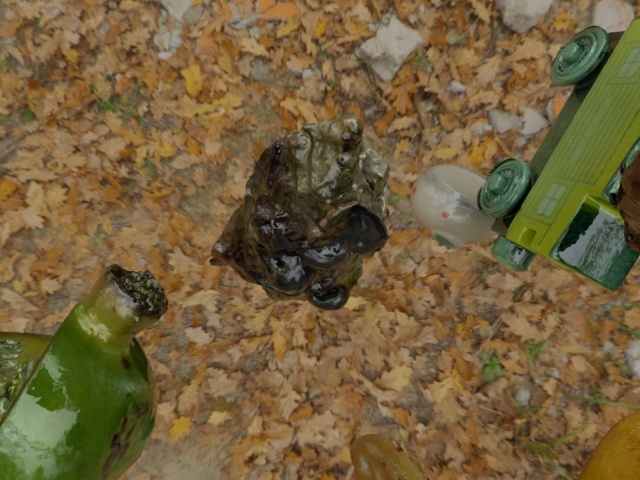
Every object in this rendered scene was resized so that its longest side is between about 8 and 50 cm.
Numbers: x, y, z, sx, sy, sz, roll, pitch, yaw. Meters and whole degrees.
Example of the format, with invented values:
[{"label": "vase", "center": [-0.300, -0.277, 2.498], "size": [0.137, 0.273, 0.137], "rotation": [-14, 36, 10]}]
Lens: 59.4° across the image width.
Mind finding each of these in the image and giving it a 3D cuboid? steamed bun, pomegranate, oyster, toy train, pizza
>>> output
[{"label": "steamed bun", "center": [0.272, -0.064, 1.132], "size": [0.177, 0.228, 0.130], "rotation": [48, 124, 31]}, {"label": "pomegranate", "center": [-0.156, 0.098, 0.346], "size": [0.169, 0.143, 0.122], "rotation": [-29, 104, -4]}, {"label": "oyster", "center": [0.007, -0.006, 0.691], "size": [0.222, 0.361, 0.096], "rotation": [5, 55, -27]}, {"label": "toy train", "center": [0.420, -0.133, 0.826], "size": [0.179, 0.272, 0.441], "rotation": [26, 96, -19]}, {"label": "pizza", "center": [0.179, 0.568, 1.166], "size": [0.114, 0.409, 0.277], "rotation": [-11, 110, -22]}]

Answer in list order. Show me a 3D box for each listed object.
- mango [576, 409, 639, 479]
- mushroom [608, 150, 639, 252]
[{"label": "mango", "center": [0.385, 0.283, 0.591], "size": [0.350, 0.199, 0.201], "rotation": [-28, 55, -37]}, {"label": "mushroom", "center": [0.408, -0.038, 0.489], "size": [0.195, 0.283, 0.263], "rotation": [32, 80, -19]}]
